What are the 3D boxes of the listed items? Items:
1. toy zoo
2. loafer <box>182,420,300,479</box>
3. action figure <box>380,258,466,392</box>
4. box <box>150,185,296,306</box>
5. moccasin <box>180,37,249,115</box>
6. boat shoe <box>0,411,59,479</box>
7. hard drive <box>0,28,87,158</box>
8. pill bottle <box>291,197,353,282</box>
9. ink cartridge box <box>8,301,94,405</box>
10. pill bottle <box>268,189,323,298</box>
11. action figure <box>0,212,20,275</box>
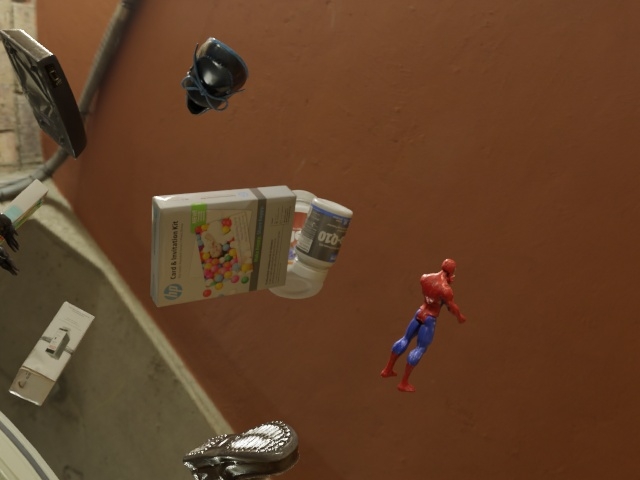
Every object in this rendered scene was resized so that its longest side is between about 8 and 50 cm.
[{"bbox_3d":[-0.581,-0.024,1.168,0.030,0.192,0.293,46,-19,-16],"label":"toy zoo"},{"bbox_3d":[-0.155,0.483,1.378,0.366,0.133,0.130,-26,-91,48],"label":"loafer"},{"bbox_3d":[0.235,0.168,1.319,0.091,0.139,0.280,34,-69,44],"label":"action figure"},{"bbox_3d":[-0.129,0.005,0.850,0.038,0.186,0.145,46,-46,49],"label":"box"},{"bbox_3d":[-0.246,-0.352,1.477,0.137,0.342,0.117,37,-101,-6],"label":"moccasin"},{"bbox_3d":[-0.309,0.135,0.387,0.500,0.156,0.187,21,-108,19],"label":"boat shoe"},{"bbox_3d":[-0.580,-0.311,1.358,0.172,0.054,0.255,37,-31,26],"label":"hard drive"},{"bbox_3d":[0.000,0.000,1.146,0.078,0.078,0.137,26,-78,28],"label":"pill bottle"},{"bbox_3d":[-0.432,0.183,1.033,0.056,0.135,0.099,31,-48,-14],"label":"ink cartridge box"},{"bbox_3d":[-0.051,0.005,1.357,0.121,0.121,0.216,-29,-135,36],"label":"pill bottle"},{"bbox_3d":[-0.504,0.070,0.804,0.141,0.276,0.164,44,-46,0],"label":"action figure"}]
